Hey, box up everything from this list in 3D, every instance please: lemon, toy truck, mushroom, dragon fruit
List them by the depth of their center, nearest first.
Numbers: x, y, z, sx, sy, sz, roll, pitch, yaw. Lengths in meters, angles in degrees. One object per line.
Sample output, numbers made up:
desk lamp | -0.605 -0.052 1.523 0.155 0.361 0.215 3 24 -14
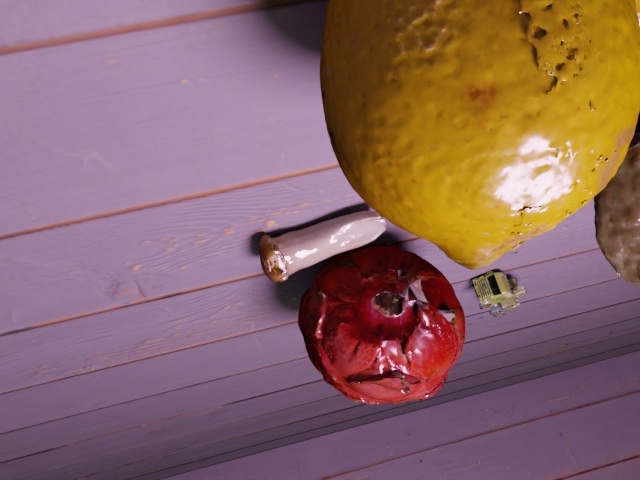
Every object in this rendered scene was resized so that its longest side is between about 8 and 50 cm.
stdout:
lemon | 0.128 -0.131 0.466 0.258 0.309 0.258 -6 177 0
mushroom | 0.000 0.000 0.879 0.209 0.071 0.084 -20 120 1
dragon fruit | 0.104 0.149 0.979 0.296 0.295 0.301 -16 165 -2
toy truck | 0.438 0.125 1.324 0.100 0.077 0.169 -27 149 24

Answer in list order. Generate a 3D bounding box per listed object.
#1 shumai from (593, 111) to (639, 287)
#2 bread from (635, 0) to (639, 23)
shumai | 0.558 -0.109 0.772 0.330 0.291 0.288 -14 -160 39
bread | 0.276 -0.202 0.570 0.095 0.102 0.245 17 128 -7
